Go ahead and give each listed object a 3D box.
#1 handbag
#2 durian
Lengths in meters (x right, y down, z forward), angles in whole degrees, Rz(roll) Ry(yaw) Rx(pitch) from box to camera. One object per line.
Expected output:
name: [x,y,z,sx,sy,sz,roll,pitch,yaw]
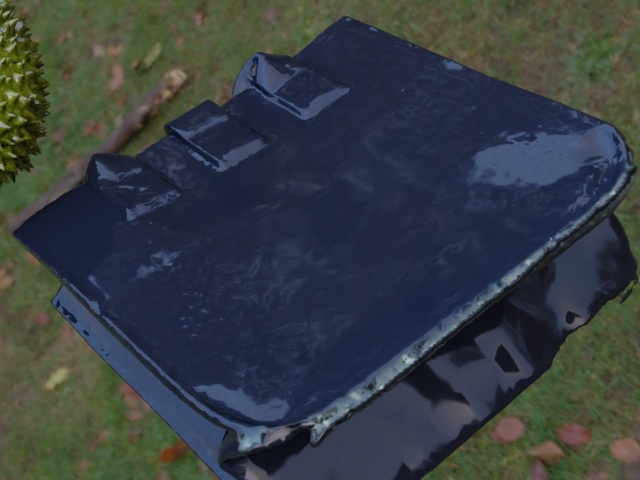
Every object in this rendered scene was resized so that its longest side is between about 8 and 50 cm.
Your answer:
handbag: [0.000,0.000,0.734,0.303,0.122,0.329,-36,44,-20]
durian: [-0.254,-0.105,0.775,0.198,0.146,0.159,-139,50,-56]
